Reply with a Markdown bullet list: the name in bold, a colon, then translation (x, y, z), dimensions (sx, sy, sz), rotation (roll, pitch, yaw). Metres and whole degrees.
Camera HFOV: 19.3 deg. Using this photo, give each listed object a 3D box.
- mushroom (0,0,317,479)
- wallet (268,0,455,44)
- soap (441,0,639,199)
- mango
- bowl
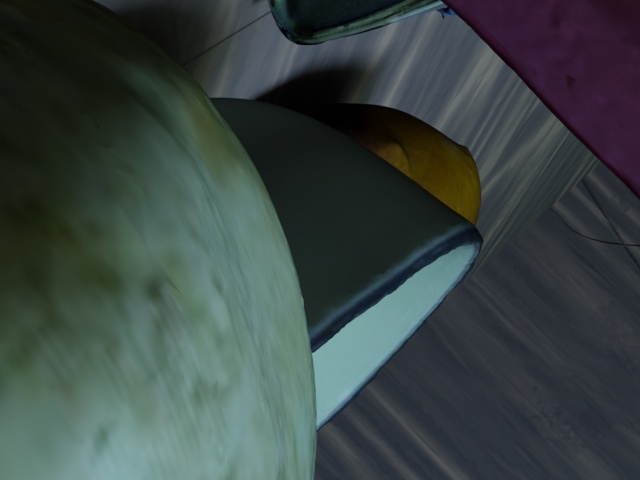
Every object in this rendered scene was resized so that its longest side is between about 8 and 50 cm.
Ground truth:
- **mushroom**: translation (-0.168, 0.055, 0.446), dimensions (0.352, 0.260, 0.352), rotation (-24, -168, 5)
- **wallet**: translation (0.076, -0.158, 1.041), dimensions (0.141, 0.059, 0.202), rotation (-15, -176, 29)
- **soap**: translation (0.148, -0.139, 0.617), dimensions (0.128, 0.359, 0.233), rotation (-35, 166, -39)
- **mango**: translation (0.000, 0.000, 1.223), dimensions (0.201, 0.153, 0.287), rotation (-43, 171, 27)
- **bowl**: translation (-0.109, 0.055, 0.906), dimensions (0.354, 0.185, 0.354), rotation (-42, 170, -9)
